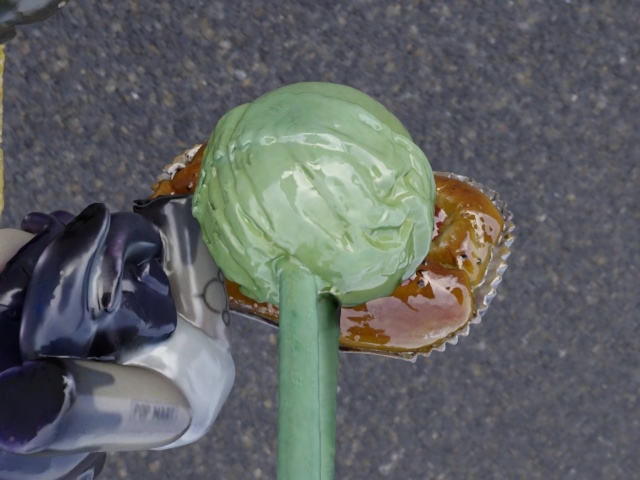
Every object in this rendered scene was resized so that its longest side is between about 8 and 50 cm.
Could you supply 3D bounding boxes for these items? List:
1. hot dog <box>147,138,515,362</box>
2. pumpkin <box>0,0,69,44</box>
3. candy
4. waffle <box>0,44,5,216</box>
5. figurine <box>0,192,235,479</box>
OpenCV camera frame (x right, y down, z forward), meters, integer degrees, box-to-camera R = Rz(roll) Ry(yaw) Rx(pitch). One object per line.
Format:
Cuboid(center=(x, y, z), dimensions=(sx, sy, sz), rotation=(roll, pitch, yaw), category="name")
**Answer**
Cuboid(center=(0.000, 0.000, 0.545), dimensions=(0.059, 0.191, 0.108), rotation=(71, 34, -56), category="hot dog")
Cuboid(center=(-0.218, -0.221, 0.656), dimensions=(0.238, 0.238, 0.159), rotation=(-43, 129, -1), category="pumpkin")
Cuboid(center=(-0.003, 0.064, 0.343), dimensions=(0.092, 0.335, 0.093), rotation=(-18, 131, 17), category="candy")
Cuboid(center=(-0.429, -0.122, 1.196), dimensions=(0.221, 0.055, 0.247), rotation=(9, 82, -76), category="waffle")
Cuboid(center=(-0.132, 0.058, 0.485), dimensions=(0.145, 0.222, 0.145), rotation=(19, 64, -46), category="figurine")
